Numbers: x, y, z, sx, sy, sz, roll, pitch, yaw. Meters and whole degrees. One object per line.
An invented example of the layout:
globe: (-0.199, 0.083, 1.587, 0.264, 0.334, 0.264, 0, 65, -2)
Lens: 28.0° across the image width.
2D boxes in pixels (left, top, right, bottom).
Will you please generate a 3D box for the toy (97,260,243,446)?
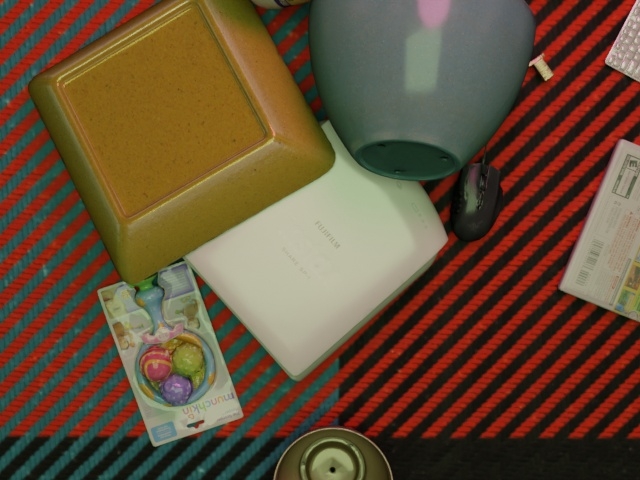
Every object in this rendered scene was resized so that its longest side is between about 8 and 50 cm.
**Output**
toy: (-0.210, 0.161, 1.780, 0.136, 0.056, 0.237, -18, 94, 3)

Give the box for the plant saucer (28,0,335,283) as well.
plant saucer: (-0.198, -0.164, 1.690, 0.332, 0.081, 0.333, -30, 76, 5)

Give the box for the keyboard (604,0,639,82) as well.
keyboard: (0.480, -0.342, 1.766, 0.072, 0.014, 0.256, 27, 94, -2)

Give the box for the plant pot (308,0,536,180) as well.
plant pot: (0.119, -0.188, 1.612, 0.290, 0.290, 0.196, 7, 72, -1)

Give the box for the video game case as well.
video game case: (0.467, 0.001, 1.785, 0.206, 0.026, 0.227, 22, 93, -2)

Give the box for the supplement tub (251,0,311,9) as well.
supplement tub: (0.052, -0.438, 1.617, 0.331, 0.241, 0.241, -10, 94, 14)

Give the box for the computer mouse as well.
computer mouse: (0.228, -0.112, 1.750, 0.071, 0.041, 0.242, 9, 103, -8)

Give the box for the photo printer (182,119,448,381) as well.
photo printer: (0.000, 0.000, 1.742, 0.307, 0.107, 0.256, -41, 93, 3)

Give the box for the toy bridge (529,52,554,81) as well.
toy bridge: (0.232, -0.200, 1.769, 0.188, 0.026, 0.063, -37, 93, 3)

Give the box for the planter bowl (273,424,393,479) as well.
planter bowl: (0.018, 0.326, 1.766, 0.162, 0.109, 0.162, 0, 94, 1)
